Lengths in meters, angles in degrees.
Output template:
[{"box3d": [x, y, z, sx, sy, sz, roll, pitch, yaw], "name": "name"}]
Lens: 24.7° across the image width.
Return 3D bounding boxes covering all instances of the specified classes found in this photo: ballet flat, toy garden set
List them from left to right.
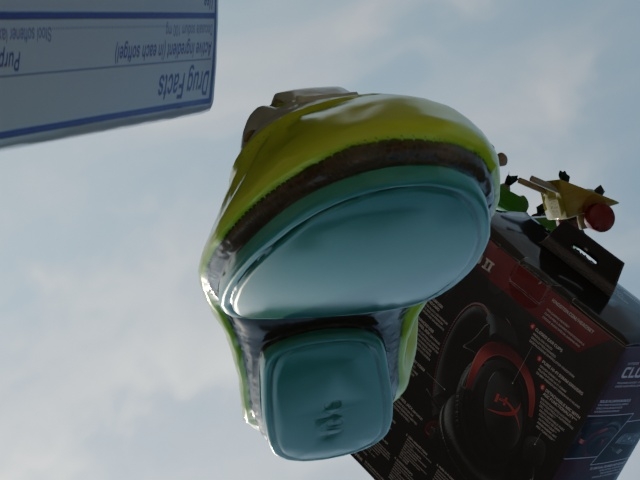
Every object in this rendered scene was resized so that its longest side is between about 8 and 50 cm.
[{"box3d": [0.000, 0.000, 0.440, 0.077, 0.231, 0.077, -5, -114, -6], "name": "ballet flat"}, {"box3d": [0.157, -0.066, 1.408, 0.049, 0.244, 0.204, -65, -165, -8], "name": "toy garden set"}]

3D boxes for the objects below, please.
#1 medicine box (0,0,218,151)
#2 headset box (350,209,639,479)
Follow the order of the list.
[{"box3d": [-0.151, -0.186, 0.598, 0.149, 0.289, 0.263, 4, -171, 15], "name": "medicine box"}, {"box3d": [0.171, 0.124, 1.282, 0.218, 0.110, 0.293, 41, -63, 38], "name": "headset box"}]
